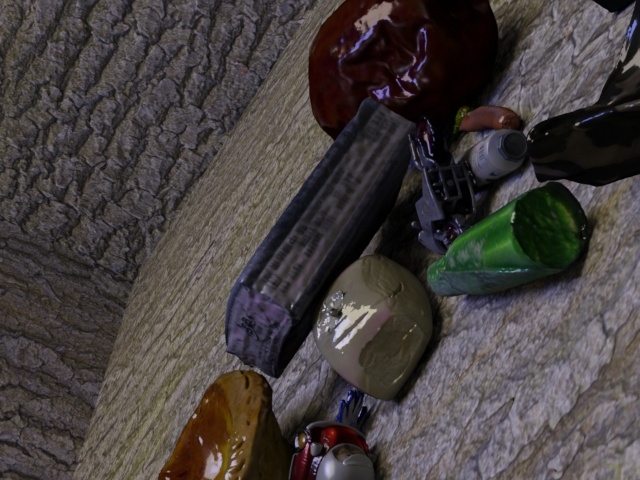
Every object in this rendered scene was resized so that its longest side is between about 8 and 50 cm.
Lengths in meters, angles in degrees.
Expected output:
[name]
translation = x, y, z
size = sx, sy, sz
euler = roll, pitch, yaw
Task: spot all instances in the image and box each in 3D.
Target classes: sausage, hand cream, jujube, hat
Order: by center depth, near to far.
[hat]
translation = 0.399, -0.163, 1.151
size = 0.382, 0.257, 0.366
euler = 17, 60, 39
[hand cream]
translation = 0.230, -0.108, 1.724
size = 0.276, 0.059, 0.095
euler = 149, 144, -74
[sausage]
translation = 0.256, -0.180, 1.772
size = 0.177, 0.040, 0.047
euler = -150, 81, -75
[jujube]
translation = 0.128, -0.297, 1.984
size = 0.377, 0.276, 0.276
euler = -38, 28, 48

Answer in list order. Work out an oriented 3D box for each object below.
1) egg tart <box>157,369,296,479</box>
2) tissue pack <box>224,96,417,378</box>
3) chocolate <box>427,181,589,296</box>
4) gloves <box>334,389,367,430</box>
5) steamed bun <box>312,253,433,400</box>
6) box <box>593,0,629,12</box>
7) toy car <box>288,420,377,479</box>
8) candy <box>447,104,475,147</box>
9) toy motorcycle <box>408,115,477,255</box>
[egg tart]
translation = -0.162, 0.422, 1.889
size = 0.443, 0.178, 0.443
euler = -58, 14, 23
[tissue pack]
translation = 0.000, 0.000, 1.876
size = 0.394, 0.124, 0.288
euler = -55, -10, -27
[chocolate]
translation = 0.216, 0.019, 1.473
size = 0.291, 0.110, 0.110
euler = -35, 31, 66
[gloves]
translation = 0.046, 0.253, 1.715
size = 0.064, 0.026, 0.086
euler = -16, -63, -52
[steamed bun]
translation = 0.063, 0.111, 1.708
size = 0.170, 0.152, 0.238
euler = -58, 18, 16
[box]
translation = 0.472, -0.451, 1.489
size = 0.350, 0.058, 0.211
euler = -37, 28, 59
[toy car]
translation = 0.024, 0.327, 1.602
size = 0.112, 0.112, 0.139
euler = 22, 95, 59
[candy]
translation = 0.220, -0.169, 1.913
size = 0.123, 0.035, 0.035
euler = -62, 2, 38
[toy motorcycle]
translation = 0.174, -0.070, 1.703
size = 0.122, 0.080, 0.215
euler = 135, 122, -67
